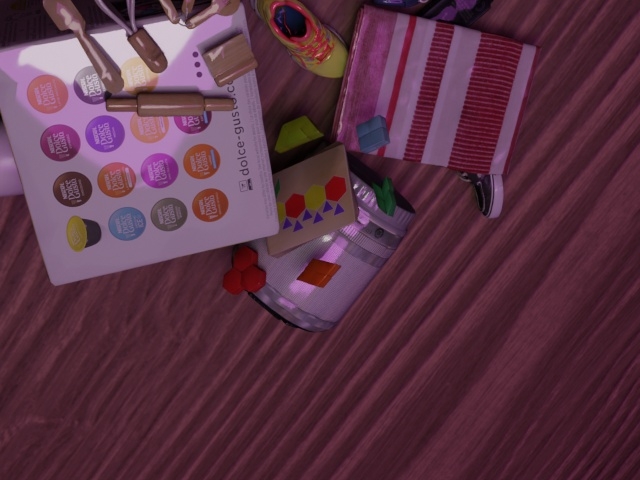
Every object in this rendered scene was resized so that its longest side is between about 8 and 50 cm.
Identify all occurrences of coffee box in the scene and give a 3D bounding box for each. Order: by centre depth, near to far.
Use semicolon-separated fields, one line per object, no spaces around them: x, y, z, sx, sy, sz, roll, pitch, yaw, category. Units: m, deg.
-0.274;-0.183;1.468;0.334;0.338;0.338;-13;117;-10;coffee box

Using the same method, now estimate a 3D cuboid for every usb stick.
0.164;-0.333;1.691;0.278;0.045;0.077;-40;112;5;usb stick

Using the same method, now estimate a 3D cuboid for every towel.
0.191;-0.243;1.686;0.328;0.037;0.237;8;105;-19;towel

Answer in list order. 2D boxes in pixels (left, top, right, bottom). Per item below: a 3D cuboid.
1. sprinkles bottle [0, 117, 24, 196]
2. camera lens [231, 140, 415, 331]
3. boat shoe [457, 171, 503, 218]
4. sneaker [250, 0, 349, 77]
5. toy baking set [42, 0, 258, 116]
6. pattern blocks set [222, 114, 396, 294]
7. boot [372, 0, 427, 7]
-0.627;-0.109;1.529;0.355;0.121;0.121;-8;117;-12;sprinkles bottle
0.000;0.000;1.706;0.219;0.219;0.274;32;104;-27;camera lens
0.276;-0.139;1.805;0.070;0.078;0.219;-15;111;-10;boat shoe
-0.025;-0.323;1.613;0.208;0.094;0.081;35;100;-29;sneaker
-0.206;-0.246;1.254;0.256;0.030;0.197;-6;111;-13;toy baking set
-0.022;-0.060;1.582;0.324;0.286;0.026;-13;159;34;pattern blocks set
0.175;-0.427;1.642;0.189;0.069;0.086;-2;123;-6;boot
